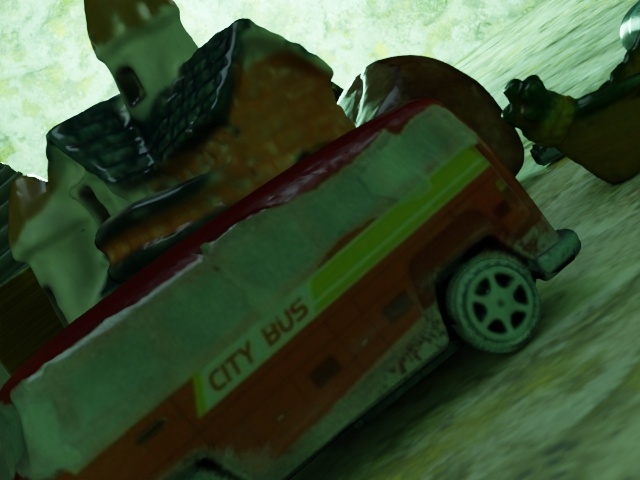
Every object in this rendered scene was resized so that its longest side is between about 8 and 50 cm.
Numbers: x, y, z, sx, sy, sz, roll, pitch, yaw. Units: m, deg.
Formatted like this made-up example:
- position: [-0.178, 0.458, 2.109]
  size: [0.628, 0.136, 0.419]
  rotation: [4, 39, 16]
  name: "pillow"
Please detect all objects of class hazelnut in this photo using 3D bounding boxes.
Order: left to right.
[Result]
- position: [0.078, -0.067, 0.853]
  size: [0.143, 0.143, 0.154]
  rotation: [-37, 14, -14]
  name: "hazelnut"

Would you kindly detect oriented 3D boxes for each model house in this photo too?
- position: [-0.096, -0.026, 0.712]
  size: [0.190, 0.300, 0.271]
  rotation: [-31, 2, -34]
  name: "model house"

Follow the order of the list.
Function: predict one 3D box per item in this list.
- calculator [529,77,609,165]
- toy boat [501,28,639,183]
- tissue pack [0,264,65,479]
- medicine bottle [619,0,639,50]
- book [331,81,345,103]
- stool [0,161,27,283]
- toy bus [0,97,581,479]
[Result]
- position: [0.214, -0.105, 0.874]
  size: [0.057, 0.018, 0.172]
  rotation: [-27, 9, 46]
  name: "calculator"
- position: [0.191, -0.109, 0.683]
  size: [0.229, 0.088, 0.089]
  rotation: [-40, 7, -34]
  name: "toy boat"
- position: [-0.179, 0.087, 0.892]
  size: [0.136, 0.159, 0.246]
  rotation: [-33, 7, 36]
  name: "tissue pack"
- position: [0.282, -0.166, 0.792]
  size: [0.090, 0.053, 0.208]
  rotation: [-34, 9, -5]
  name: "medicine bottle"
- position: [0.006, -0.118, 1.454]
  size: [0.160, 0.024, 0.228]
  rotation: [-31, -30, 22]
  name: "book"
- position: [-0.402, 0.122, 1.267]
  size: [0.330, 0.297, 0.297]
  rotation: [-42, 8, -24]
  name: "stool"
- position: [-0.023, 0.046, 0.510]
  size: [0.265, 0.119, 0.121]
  rotation: [-36, 5, -17]
  name: "toy bus"
